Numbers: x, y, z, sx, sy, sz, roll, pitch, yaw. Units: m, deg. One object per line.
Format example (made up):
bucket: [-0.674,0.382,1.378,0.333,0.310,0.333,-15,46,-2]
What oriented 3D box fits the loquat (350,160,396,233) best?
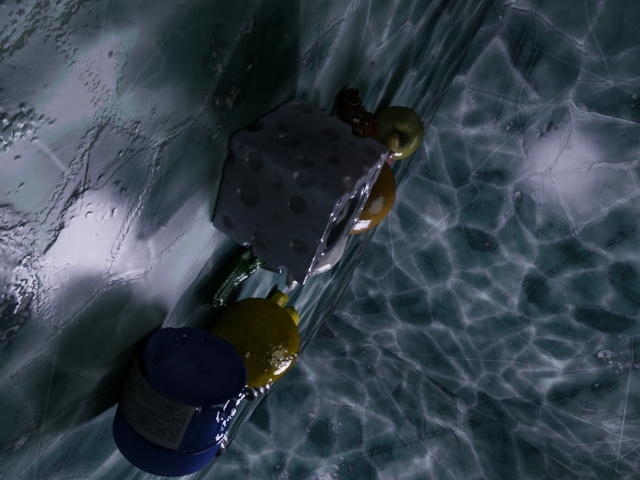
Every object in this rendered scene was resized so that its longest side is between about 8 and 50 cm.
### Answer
loquat: [0.087,-0.145,1.564,0.263,0.263,0.263,-55,169,-16]

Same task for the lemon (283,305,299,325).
lemon: [-0.145,0.330,2.253,0.109,0.109,0.133,88,27,-72]

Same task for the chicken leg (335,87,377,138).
chicken leg: [0.097,-0.339,1.521,0.113,0.093,0.304,-47,166,6]

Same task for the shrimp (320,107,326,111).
shrimp: [-0.029,-0.225,1.338,0.267,0.061,0.145,96,18,-62]

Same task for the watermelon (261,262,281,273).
watermelon: [-0.111,-0.034,1.473,0.154,0.094,0.241,-59,170,-35]

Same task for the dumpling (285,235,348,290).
dumpling: [-0.001,0.003,1.818,0.260,0.181,0.341,-47,146,-82]

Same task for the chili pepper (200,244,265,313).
chili pepper: [-0.222,0.094,1.362,0.224,0.061,0.098,-47,152,-32]

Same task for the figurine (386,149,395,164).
figurine: [0.153,-0.205,1.958,0.193,0.154,0.421,-59,172,-19]

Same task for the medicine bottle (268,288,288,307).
medicine bottle: [-0.211,0.299,1.988,0.260,0.064,0.095,-55,169,-8]

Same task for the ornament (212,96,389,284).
ornament: [-0.042,-0.107,1.115,0.240,0.239,0.239,-46,164,-47]

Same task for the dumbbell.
dumbbell: [-0.340,0.624,2.026,0.406,0.179,0.179,-49,166,-36]

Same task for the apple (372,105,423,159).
apple: [0.268,-0.379,1.890,0.200,0.200,0.200,-55,169,-16]

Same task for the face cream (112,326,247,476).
face cream: [-0.304,0.344,1.186,0.225,0.249,0.249,-64,168,26]

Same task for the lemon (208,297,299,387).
lemon: [-0.188,0.290,1.548,0.258,0.258,0.310,-59,165,8]
